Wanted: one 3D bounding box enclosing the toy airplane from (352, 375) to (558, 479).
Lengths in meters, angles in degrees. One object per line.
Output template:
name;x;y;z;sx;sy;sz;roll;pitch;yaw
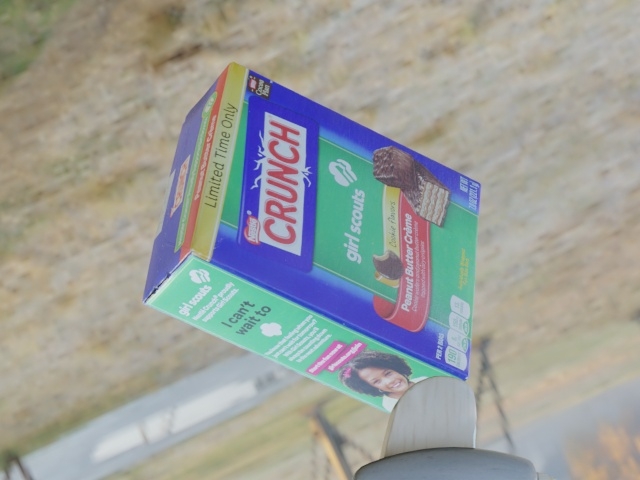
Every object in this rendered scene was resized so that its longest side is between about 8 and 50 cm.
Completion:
toy airplane;0.075;0.333;1.124;0.384;0.386;0.272;-31;180;-34

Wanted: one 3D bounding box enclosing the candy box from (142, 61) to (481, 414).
candy box;0.000;0.000;1.617;0.317;0.268;0.122;24;137;-18
